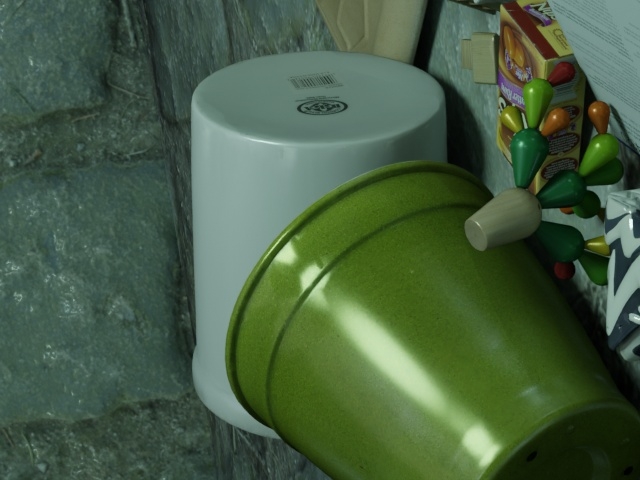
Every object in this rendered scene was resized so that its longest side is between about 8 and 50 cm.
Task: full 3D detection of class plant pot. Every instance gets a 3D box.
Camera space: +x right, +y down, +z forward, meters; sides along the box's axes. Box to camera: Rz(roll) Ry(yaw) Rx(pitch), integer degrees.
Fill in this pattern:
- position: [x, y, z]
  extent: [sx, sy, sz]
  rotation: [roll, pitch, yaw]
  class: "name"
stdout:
- position: [0.145, 0.160, 1.809]
  extent: [0.353, 0.366, 0.366]
  rotation: [45, 141, 42]
  class: "plant pot"

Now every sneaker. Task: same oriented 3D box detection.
- position: [0.321, 0.058, 1.562]
  extent: [0.235, 0.094, 0.153]
  rotation: [-135, 40, -62]
  class: "sneaker"

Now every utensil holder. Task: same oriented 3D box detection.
- position: [0.000, 0.000, 2.108]
  extent: [0.327, 0.327, 0.385]
  rotation: [-128, 33, -57]
  class: "utensil holder"

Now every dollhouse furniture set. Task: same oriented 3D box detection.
- position: [0.125, -0.256, 1.926]
  extent: [0.182, 0.101, 0.161]
  rotation: [11, 109, 52]
  class: "dollhouse furniture set"

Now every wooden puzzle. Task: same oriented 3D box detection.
- position: [0.062, -0.386, 2.199]
  extent: [0.322, 0.080, 0.348]
  rotation: [101, 149, -45]
  class: "wooden puzzle"

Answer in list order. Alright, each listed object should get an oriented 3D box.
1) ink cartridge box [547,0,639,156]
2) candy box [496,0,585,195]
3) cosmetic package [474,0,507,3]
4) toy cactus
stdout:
- position: [0.293, -0.173, 1.495]
  extent: [0.330, 0.071, 0.324]
  rotation: [56, 177, -32]
  class: "ink cartridge box"
- position: [0.227, -0.145, 1.788]
  extent: [0.109, 0.053, 0.187]
  rotation: [-118, 17, -46]
  class: "candy box"
- position: [0.191, -0.471, 1.729]
  extent: [0.284, 0.097, 0.377]
  rotation: [128, 132, -62]
  class: "cosmetic package"
- position: [0.212, -0.047, 1.667]
  extent: [0.112, 0.180, 0.219]
  rotation: [20, 131, 56]
  class: "toy cactus"
